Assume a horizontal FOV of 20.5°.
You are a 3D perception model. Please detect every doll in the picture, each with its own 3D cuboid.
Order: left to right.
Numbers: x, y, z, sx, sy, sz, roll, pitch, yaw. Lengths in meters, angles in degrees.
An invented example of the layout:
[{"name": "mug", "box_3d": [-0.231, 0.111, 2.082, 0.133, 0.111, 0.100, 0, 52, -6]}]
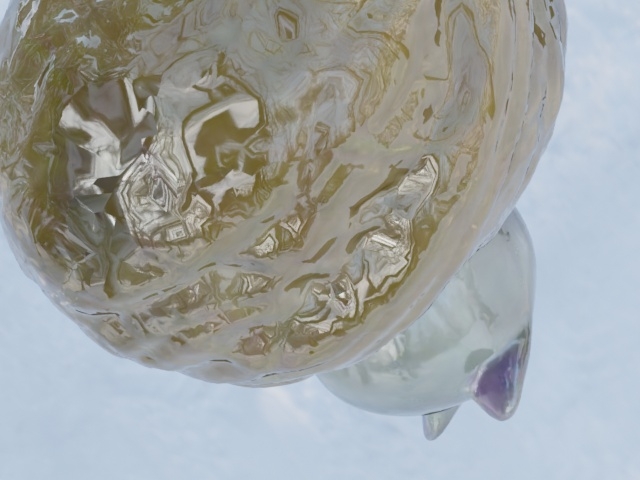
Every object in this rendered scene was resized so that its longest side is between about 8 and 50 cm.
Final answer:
[{"name": "doll", "box_3d": [0.001, -0.030, 1.276, 0.370, 0.215, 0.226, 35, 67, -9]}]

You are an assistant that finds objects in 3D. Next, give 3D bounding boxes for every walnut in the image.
[{"name": "walnut", "box_3d": [-0.019, -0.081, 0.955, 0.332, 0.333, 0.333, -8, 68, 21]}]
